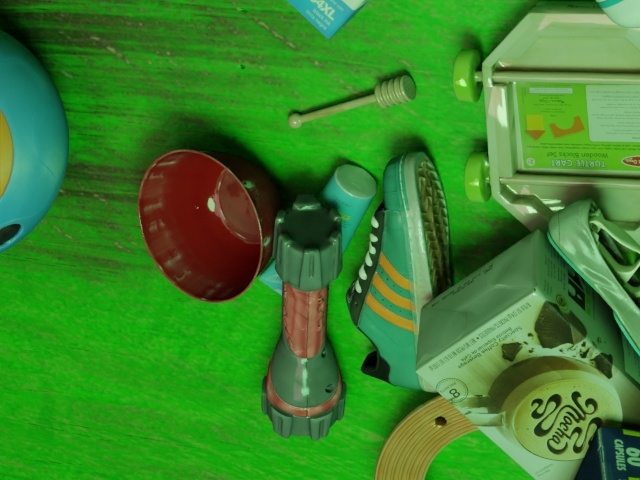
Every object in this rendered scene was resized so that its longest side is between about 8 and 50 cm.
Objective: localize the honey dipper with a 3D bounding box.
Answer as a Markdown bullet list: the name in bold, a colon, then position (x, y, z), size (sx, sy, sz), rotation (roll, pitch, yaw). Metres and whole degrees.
- **honey dipper**: position (0.031, -0.150, 1.941), size (0.161, 0.030, 0.030), rotation (-12, 111, 33)

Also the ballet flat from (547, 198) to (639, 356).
- **ballet flat**: position (0.318, 0.047, 1.814), size (0.068, 0.072, 0.213), rotation (-35, 100, 26)

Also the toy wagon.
- **toy wagon**: position (0.282, -0.081, 1.841), size (0.267, 0.068, 0.344), rotation (4, 119, 23)

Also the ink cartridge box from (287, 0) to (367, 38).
- **ink cartridge box**: position (0.063, -0.316, 1.759), size (0.086, 0.148, 0.203), rotation (45, 125, -3)

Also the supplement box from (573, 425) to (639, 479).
- **supplement box**: position (0.433, 0.346, 1.794), size (0.357, 0.194, 0.195), rotation (9, 131, -7)

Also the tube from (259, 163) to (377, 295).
- **tube**: position (0.000, 0.000, 2.027), size (0.080, 0.052, 0.207), rotation (38, 131, 9)

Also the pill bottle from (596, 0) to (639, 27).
- **pill bottle**: position (0.295, -0.304, 1.665), size (0.146, 0.146, 0.264), rotation (-32, 101, 34)

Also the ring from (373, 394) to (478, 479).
- **ring**: position (0.230, 0.295, 2.059), size (0.337, 0.032, 0.336), rotation (5, 123, 7)

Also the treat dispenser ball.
- **treat dispenser ball**: position (-0.432, -0.113, 2.009), size (0.288, 0.288, 0.288), rotation (11, 120, 19)

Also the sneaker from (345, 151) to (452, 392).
- **sneaker**: position (0.080, 0.041, 1.972), size (0.121, 0.108, 0.302), rotation (3, 119, 18)

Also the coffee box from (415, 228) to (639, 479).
- **coffee box**: position (0.262, 0.154, 1.863), size (0.168, 0.119, 0.297), rotation (-37, 113, 28)

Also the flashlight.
- **flashlight**: position (-0.016, 0.098, 2.011), size (0.103, 0.103, 0.304), rotation (30, 141, 24)

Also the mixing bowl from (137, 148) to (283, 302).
- **mixing bowl**: position (-0.109, -0.029, 2.012), size (0.181, 0.098, 0.181), rotation (16, 117, 33)
